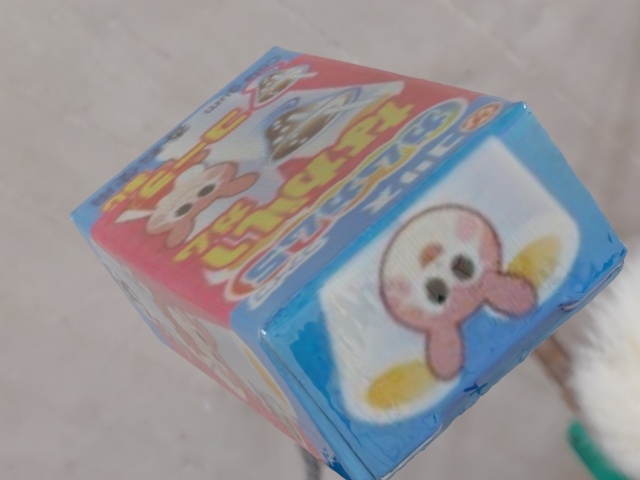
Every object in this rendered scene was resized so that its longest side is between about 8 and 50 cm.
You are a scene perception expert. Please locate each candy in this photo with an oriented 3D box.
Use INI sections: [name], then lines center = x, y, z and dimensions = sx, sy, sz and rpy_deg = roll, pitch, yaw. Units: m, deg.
[candy]
center = 0.000, -0.001, 0.958
dimensions = 0.157, 0.306, 0.100
rpy_deg = -40, 113, -10
